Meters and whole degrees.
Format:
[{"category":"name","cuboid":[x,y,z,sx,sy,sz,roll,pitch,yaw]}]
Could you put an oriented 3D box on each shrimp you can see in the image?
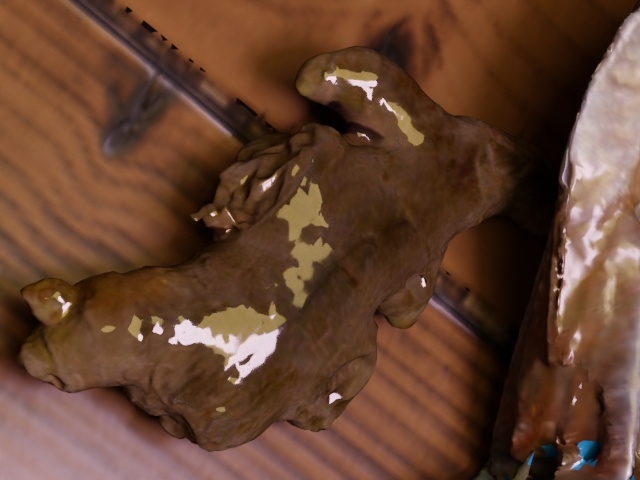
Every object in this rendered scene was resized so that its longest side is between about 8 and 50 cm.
[{"category":"shrimp","cuboid":[0.178,0.022,0.873,0.221,0.110,0.445,49,63,-34]}]

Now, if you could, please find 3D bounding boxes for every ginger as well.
[{"category":"ginger","cuboid":[-0.002,0.001,0.818,0.333,0.080,0.166,-34,111,-24]}]
